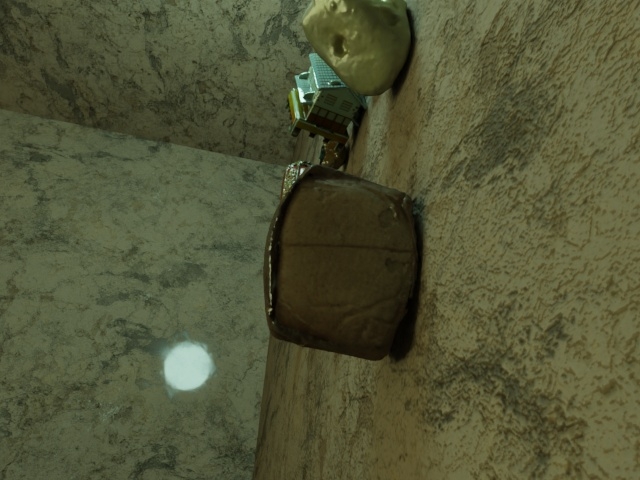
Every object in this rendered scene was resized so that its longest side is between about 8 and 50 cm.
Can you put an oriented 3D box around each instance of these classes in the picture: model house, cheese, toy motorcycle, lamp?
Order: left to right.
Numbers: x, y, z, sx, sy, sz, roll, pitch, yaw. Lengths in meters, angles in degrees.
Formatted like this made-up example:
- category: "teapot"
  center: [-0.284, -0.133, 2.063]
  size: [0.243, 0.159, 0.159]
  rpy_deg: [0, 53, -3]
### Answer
- category: "lamp"
  center: [-0.088, -0.200, 1.977]
  size: [0.177, 0.177, 0.273]
  rpy_deg: [119, 157, -63]
- category: "model house"
  center: [0.019, -0.420, 1.408]
  size: [0.224, 0.199, 0.215]
  rpy_deg: [-99, 31, -45]
- category: "toy motorcycle"
  center: [0.030, -0.337, 1.743]
  size: [0.100, 0.058, 0.173]
  rpy_deg: [-80, 7, -49]
- category: "cheese"
  center: [0.125, -0.458, 1.068]
  size: [0.247, 0.252, 0.173]
  rpy_deg: [60, 142, 15]

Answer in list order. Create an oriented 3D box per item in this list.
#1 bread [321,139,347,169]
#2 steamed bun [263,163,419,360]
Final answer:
- category: "bread"
  center: [0.049, -0.274, 1.507]
  size: [0.060, 0.082, 0.113]
  rpy_deg: [49, -141, -45]
- category: "steamed bun"
  center: [0.031, 0.041, 0.815]
  size: [0.199, 0.252, 0.300]
  rpy_deg: [93, -171, -77]
